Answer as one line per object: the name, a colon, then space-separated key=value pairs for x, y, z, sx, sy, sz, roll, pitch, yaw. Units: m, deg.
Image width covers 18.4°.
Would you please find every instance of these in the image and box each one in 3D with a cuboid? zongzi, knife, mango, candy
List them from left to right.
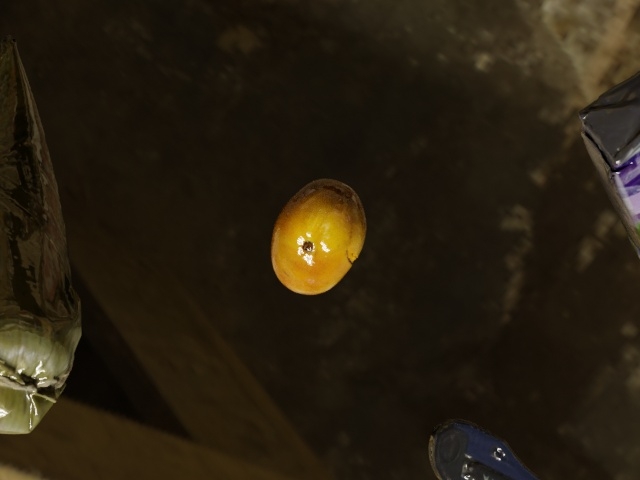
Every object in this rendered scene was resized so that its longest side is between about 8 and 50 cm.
zongzi: x=-0.162 y=-0.009 z=1.016 sx=0.094 sy=0.205 sz=0.204 roll=15 pitch=88 yaw=-18
mango: x=0.000 y=0.000 z=1.021 sx=0.046 sy=0.089 sz=0.060 roll=26 pitch=83 yaw=8
knife: x=0.100 y=0.114 z=0.859 sx=0.121 sy=0.018 sz=0.031 roll=27 pitch=85 yaw=3
candy: x=0.259 y=-0.010 z=1.373 sx=0.088 sy=0.061 sz=0.312 roll=-33 pitch=143 yaw=3
